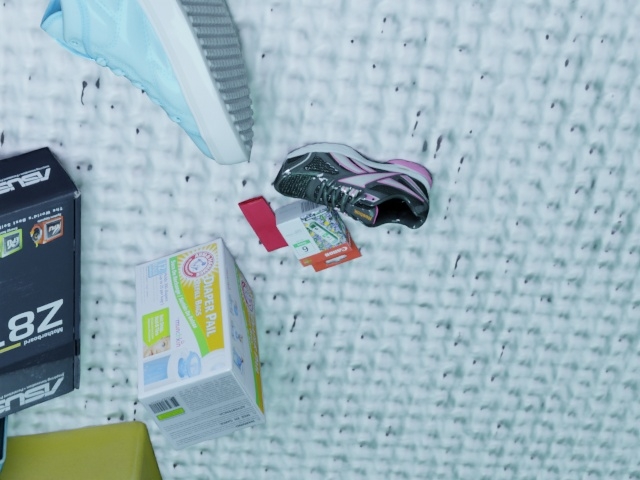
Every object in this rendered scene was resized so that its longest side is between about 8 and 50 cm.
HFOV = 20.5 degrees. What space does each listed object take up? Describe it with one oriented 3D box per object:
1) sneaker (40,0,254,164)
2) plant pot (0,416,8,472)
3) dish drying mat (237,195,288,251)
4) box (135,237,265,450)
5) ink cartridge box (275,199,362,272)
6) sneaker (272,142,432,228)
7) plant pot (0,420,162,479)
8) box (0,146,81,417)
[{"bbox_3d":[-0.184,-0.214,1.715,0.150,0.135,0.366,-14,126,19],"label":"sneaker"},{"bbox_3d":[-0.469,0.257,2.124,0.165,0.165,0.234,7,137,-12],"label":"plant pot"},{"bbox_3d":[-0.062,-0.019,1.994,0.032,0.008,0.083,-19,135,14],"label":"dish drying mat"},{"bbox_3d":[-0.136,0.113,1.980,0.114,0.203,0.103,-19,134,10],"label":"box"},{"bbox_3d":[0.000,0.000,2.003,0.063,0.029,0.115,-20,133,13],"label":"ink cartridge box"},{"bbox_3d":[0.039,-0.053,1.921,0.178,0.077,0.072,4,133,-9],"label":"sneaker"},{"bbox_3d":[-0.306,0.377,2.239,0.212,0.187,0.212,-8,135,2],"label":"plant pot"},{"bbox_3d":[-0.451,0.091,1.892,0.395,0.097,0.318,-19,140,-26],"label":"box"}]
